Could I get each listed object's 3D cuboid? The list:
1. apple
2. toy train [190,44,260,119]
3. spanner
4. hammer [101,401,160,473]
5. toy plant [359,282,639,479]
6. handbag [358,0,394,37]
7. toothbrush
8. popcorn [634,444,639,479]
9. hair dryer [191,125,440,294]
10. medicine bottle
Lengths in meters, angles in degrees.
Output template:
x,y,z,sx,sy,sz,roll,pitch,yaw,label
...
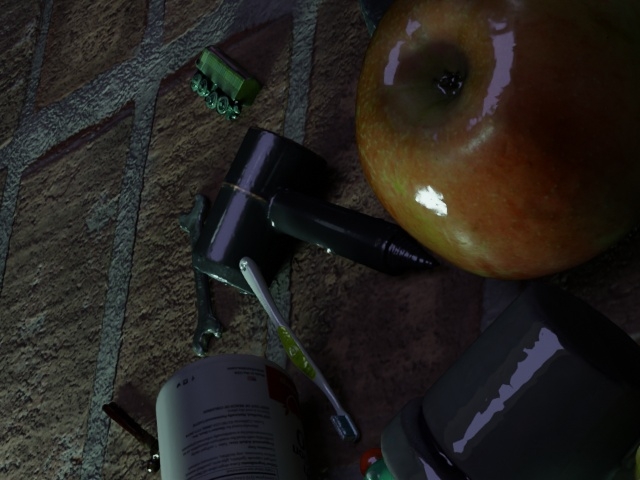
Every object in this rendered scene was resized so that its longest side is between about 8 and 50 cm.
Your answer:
x,y,z,sx,sy,sz,roll,pitch,yaw,label
0.177,-0.123,1.389,0.319,0.277,0.319,-27,49,36,apple
-0.133,-0.213,2.017,0.071,0.038,0.148,-55,37,8,toy train
-0.153,0.041,1.887,0.054,0.015,0.254,-36,43,26,spanner
-0.229,0.232,1.847,0.178,0.021,0.065,25,86,56,hammer
0.129,0.239,1.290,0.279,0.185,0.400,46,113,25,toy plant
0.138,-0.276,1.714,0.175,0.088,0.270,-36,42,17,handbag
-0.025,0.116,1.619,0.022,0.026,0.263,-53,52,29,toothbrush
0.331,0.170,1.097,0.187,0.167,0.185,30,59,34,popcorn
0.000,0.000,1.676,0.352,0.107,0.189,22,86,48,hair dryer
-0.084,0.271,1.530,0.157,0.157,0.289,-38,42,27,medicine bottle
